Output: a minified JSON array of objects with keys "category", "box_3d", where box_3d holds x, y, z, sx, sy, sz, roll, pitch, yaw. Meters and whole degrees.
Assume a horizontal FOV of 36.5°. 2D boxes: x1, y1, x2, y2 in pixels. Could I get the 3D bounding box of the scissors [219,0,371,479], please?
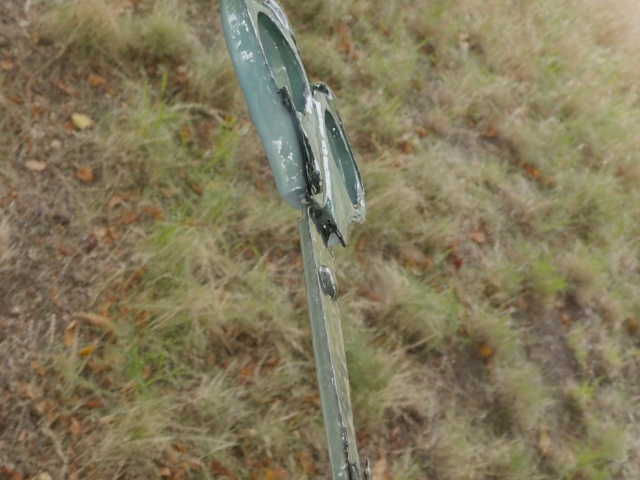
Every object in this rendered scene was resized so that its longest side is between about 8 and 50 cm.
[{"category":"scissors","box_3d":[0.001,-0.001,0.537,0.191,0.029,0.360,57,17,-44]}]
